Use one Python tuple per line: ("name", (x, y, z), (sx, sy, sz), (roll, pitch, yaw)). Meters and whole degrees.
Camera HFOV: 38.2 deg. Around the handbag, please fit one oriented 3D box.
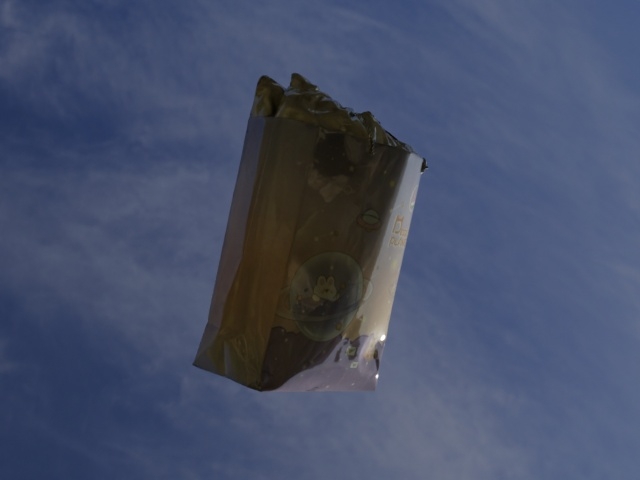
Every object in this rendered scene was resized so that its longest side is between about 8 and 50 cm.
("handbag", (0.000, 0.000, 0.526), (0.117, 0.095, 0.173), (12, -91, -54))
